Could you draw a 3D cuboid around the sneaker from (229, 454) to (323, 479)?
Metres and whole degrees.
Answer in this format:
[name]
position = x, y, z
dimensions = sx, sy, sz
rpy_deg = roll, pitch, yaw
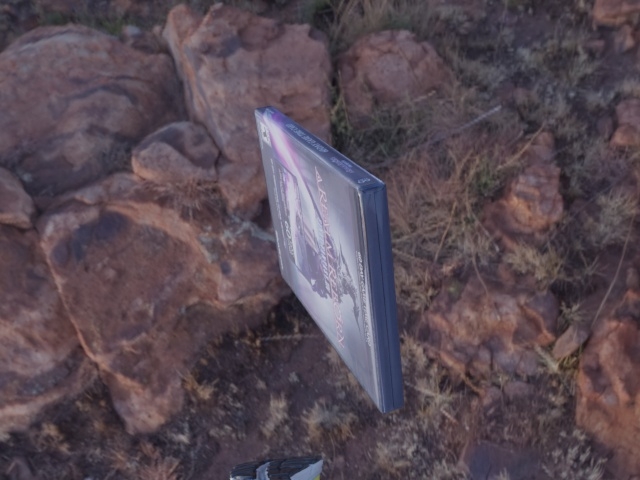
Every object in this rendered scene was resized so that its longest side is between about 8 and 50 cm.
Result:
[sneaker]
position = -0.040, 0.246, 0.590
dimensions = 0.082, 0.208, 0.094
rpy_deg = -9, 86, 9

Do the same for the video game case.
[video game case]
position = 0.000, 0.000, 0.622
dimensions = 0.026, 0.196, 0.274
rpy_deg = -15, 26, -15
